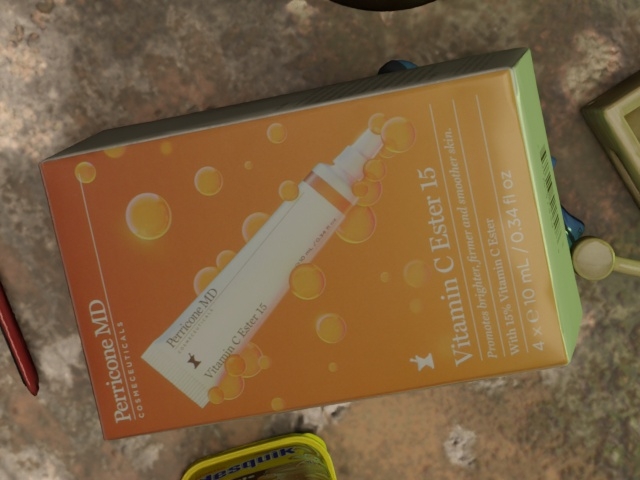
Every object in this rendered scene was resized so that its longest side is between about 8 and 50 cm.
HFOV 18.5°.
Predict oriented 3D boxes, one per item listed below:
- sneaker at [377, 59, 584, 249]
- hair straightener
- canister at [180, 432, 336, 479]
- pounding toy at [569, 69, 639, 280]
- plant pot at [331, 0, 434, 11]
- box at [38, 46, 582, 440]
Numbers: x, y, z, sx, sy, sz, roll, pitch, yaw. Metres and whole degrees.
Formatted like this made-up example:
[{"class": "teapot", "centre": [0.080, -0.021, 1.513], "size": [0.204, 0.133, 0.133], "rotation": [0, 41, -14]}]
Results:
[{"class": "sneaker", "centre": [0.127, -0.066, 1.542], "size": [0.082, 0.069, 0.209], "rotation": [-40, 95, -19]}, {"class": "hair straightener", "centre": [-0.296, 0.026, 1.517], "size": [0.089, 0.047, 0.230], "rotation": [-20, 97, -3]}, {"class": "canister", "centre": [-0.044, 0.206, 1.495], "size": [0.126, 0.170, 0.073], "rotation": [-15, 97, -4]}, {"class": "pounding toy", "centre": [0.275, -0.039, 1.536], "size": [0.206, 0.094, 0.181], "rotation": [-32, 97, -2]}, {"class": "plant pot", "centre": [0.059, -0.276, 1.427], "size": [0.215, 0.230, 0.215], "rotation": [-1, 96, -5]}, {"class": "box", "centre": [0.000, 0.000, 1.437], "size": [0.345, 0.168, 0.215], "rotation": [-11, 98, 12]}]
